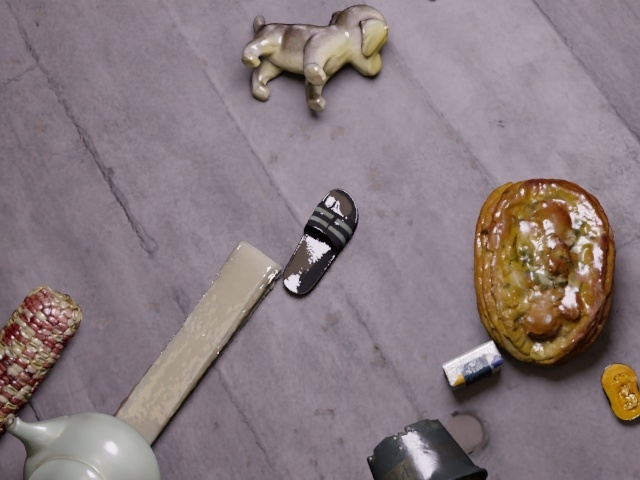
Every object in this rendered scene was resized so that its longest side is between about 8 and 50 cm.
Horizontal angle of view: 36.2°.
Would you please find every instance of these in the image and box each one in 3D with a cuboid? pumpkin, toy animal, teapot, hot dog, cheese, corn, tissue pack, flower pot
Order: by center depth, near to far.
[{"bbox_3d":[0.136,0.318,1.353,0.157,0.157,0.107,-32,62,-1],"label":"flower pot"},{"bbox_3d":[-0.353,0.396,1.391,0.220,0.149,0.318,21,108,17],"label":"teapot"},{"bbox_3d":[0.429,0.215,1.397,0.050,0.028,0.083,-15,84,5],"label":"pumpkin"},{"bbox_3d":[0.317,0.042,1.406,0.196,0.122,0.272,4,76,8],"label":"hot dog"},{"bbox_3d":[0.219,0.182,1.413,0.083,0.062,0.042,-25,73,0],"label":"tissue pack"},{"bbox_3d":[-0.466,0.202,1.476,0.098,0.098,0.290,31,86,13],"label":"corn"},{"bbox_3d":[-0.203,0.181,1.480,0.085,0.034,0.400,34,84,10],"label":"cheese"},{"bbox_3d":[-0.010,-0.291,1.530,0.233,0.121,0.168,4,61,18],"label":"toy animal"}]

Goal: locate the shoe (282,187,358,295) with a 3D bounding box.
[{"bbox_3d":[0.000,0.000,1.489,0.071,0.049,0.179,29,81,12],"label":"shoe"}]
